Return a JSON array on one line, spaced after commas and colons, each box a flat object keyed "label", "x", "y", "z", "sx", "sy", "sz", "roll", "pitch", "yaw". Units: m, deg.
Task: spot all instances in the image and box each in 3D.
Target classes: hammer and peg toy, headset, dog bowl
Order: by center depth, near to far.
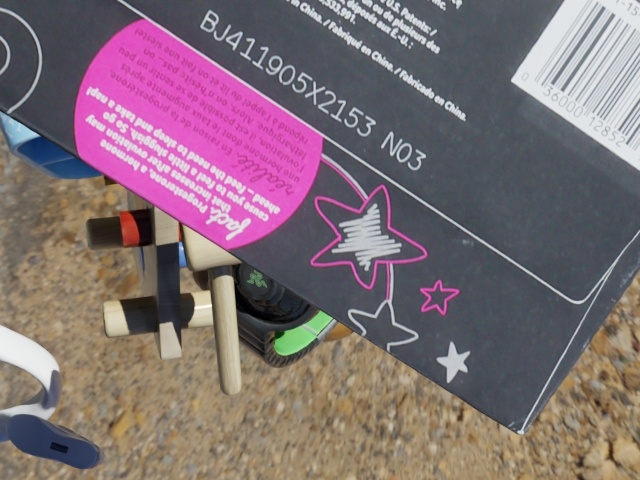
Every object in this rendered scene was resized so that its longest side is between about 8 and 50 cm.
[{"label": "hammer and peg toy", "x": -0.163, "y": -0.017, "z": 1.003, "sx": 0.128, "sy": 0.361, "sz": 0.265, "roll": -6, "pitch": 120, "yaw": -15}, {"label": "headset", "x": -0.021, "y": -0.031, "z": 1.101, "sx": 0.185, "sy": 0.394, "sz": 0.243, "roll": 33, "pitch": 56, "yaw": 19}, {"label": "dog bowl", "x": -0.325, "y": -0.146, "z": 1.356, "sx": 0.166, "sy": 0.297, "sz": 0.074, "roll": -13, "pitch": 81, "yaw": 1}]

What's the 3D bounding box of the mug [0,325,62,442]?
[{"label": "mug", "x": -0.489, "y": 0.153, "z": 1.191, "sx": 0.374, "sy": 0.276, "sz": 0.328, "roll": 22, "pitch": 130, "yaw": -31}]

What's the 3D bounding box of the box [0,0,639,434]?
[{"label": "box", "x": 0.008, "y": -0.070, "z": 0.403, "sx": 0.247, "sy": 0.142, "sz": 0.163, "roll": 33, "pitch": 95, "yaw": -8}]

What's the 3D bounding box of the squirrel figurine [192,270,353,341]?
[{"label": "squirrel figurine", "x": 0.000, "y": 0.000, "z": 1.575, "sx": 0.397, "sy": 0.281, "sz": 0.370, "roll": -43, "pitch": 135, "yaw": -4}]

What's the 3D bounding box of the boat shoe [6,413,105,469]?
[{"label": "boat shoe", "x": -0.251, "y": 0.192, "z": 0.972, "sx": 0.100, "sy": 0.035, "sz": 0.035, "roll": 15, "pitch": 80, "yaw": 14}]
